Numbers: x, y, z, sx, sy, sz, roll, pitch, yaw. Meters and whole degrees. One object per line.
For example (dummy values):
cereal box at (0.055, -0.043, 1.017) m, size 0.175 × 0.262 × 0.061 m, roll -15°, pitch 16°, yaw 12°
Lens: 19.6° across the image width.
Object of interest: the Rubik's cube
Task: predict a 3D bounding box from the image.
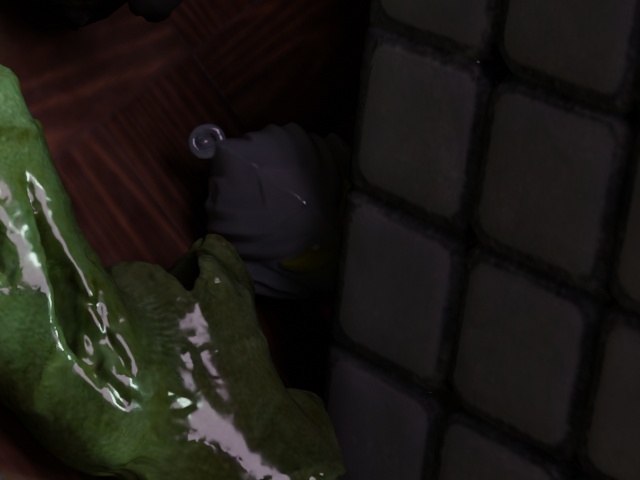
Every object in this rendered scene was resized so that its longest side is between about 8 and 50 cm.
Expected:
Rubik's cube at (0.239, 0.001, 0.880) m, size 0.337 × 0.344 × 0.343 m, roll -12°, pitch 117°, yaw -42°

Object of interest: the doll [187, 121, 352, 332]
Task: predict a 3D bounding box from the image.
doll at (0.000, 0.000, 0.957) m, size 0.180 × 0.079 × 0.094 m, roll 44°, pitch 79°, yaw -25°

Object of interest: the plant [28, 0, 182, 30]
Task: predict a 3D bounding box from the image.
plant at (-0.109, -0.209, 0.885) m, size 0.234 × 0.178 × 0.204 m, roll 4°, pitch 55°, yaw -52°

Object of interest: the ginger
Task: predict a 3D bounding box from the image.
ginger at (-0.099, 0.033, 0.841) m, size 0.290 × 0.089 × 0.137 m, roll 37°, pitch 67°, yaw -17°
